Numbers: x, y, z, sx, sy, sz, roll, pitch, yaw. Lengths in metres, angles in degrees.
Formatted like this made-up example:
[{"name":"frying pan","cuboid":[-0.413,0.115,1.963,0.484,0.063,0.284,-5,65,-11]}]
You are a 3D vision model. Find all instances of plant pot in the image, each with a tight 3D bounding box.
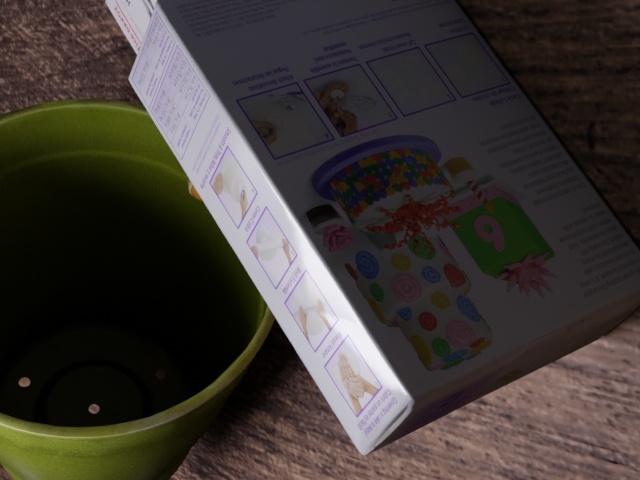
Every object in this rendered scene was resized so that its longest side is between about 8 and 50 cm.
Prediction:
[{"name":"plant pot","cuboid":[-0.234,0.107,1.391,0.366,0.366,0.353,53,156,23]}]

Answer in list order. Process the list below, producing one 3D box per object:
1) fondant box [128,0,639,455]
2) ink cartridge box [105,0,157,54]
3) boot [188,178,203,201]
[{"name":"fondant box","cuboid":[0.048,-0.045,0.956,0.330,0.238,0.096,56,144,19]},{"name":"ink cartridge box","cuboid":[-0.147,-0.229,1.297,0.104,0.060,0.180,58,145,16]},{"name":"boot","cuboid":[0.001,0.000,1.172,0.295,0.104,0.211,-22,88,53]}]
